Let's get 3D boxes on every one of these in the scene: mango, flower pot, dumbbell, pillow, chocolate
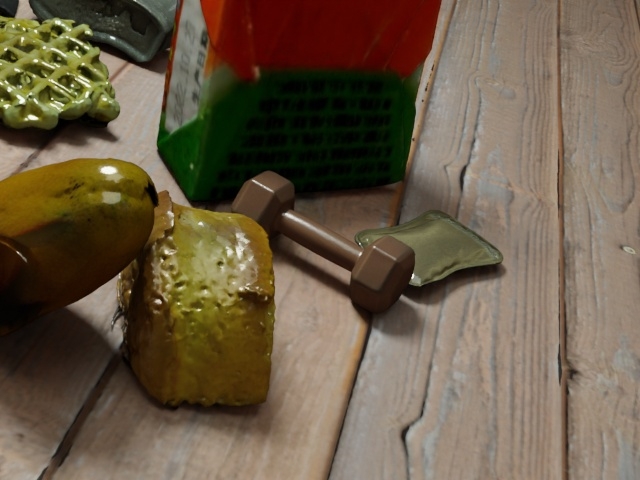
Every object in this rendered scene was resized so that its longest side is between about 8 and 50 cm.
[{"bbox_3d":[-0.251,-0.007,1.130,0.166,0.236,0.136,-29,97,-51],"label":"mango"},{"bbox_3d":[-0.324,-0.358,1.814,0.229,0.103,0.108,24,29,4],"label":"flower pot"},{"bbox_3d":[0.000,0.000,1.422,0.231,0.092,0.082,30,57,15],"label":"dumbbell"},{"bbox_3d":[0.143,0.009,1.547,0.130,0.033,0.217,39,34,29],"label":"pillow"},{"bbox_3d":[-0.030,-0.240,1.564,0.360,0.341,0.161,-7,29,-38],"label":"chocolate"}]

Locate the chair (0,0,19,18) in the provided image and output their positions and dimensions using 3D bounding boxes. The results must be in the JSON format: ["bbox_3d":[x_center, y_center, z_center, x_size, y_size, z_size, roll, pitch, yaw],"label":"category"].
[{"bbox_3d":[-0.548,-0.426,1.750,0.221,0.145,0.140,13,30,-14],"label":"chair"}]

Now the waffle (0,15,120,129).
[{"bbox_3d":[-0.420,-0.239,1.578,0.297,0.073,0.317,2,33,-28],"label":"waffle"}]

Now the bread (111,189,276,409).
[{"bbox_3d":[-0.123,0.040,1.212,0.160,0.147,0.261,10,30,-12],"label":"bread"}]
